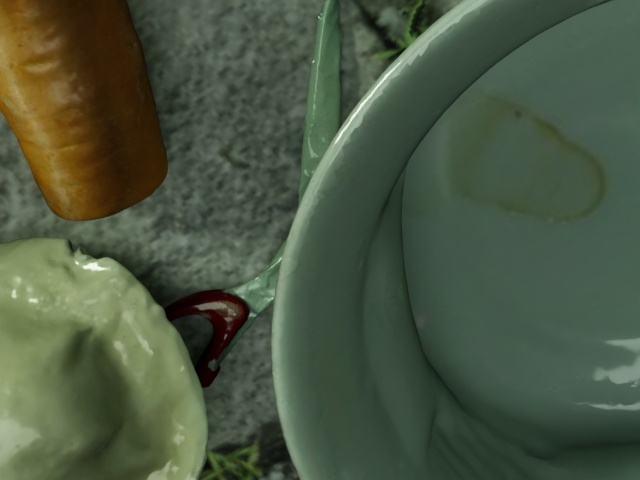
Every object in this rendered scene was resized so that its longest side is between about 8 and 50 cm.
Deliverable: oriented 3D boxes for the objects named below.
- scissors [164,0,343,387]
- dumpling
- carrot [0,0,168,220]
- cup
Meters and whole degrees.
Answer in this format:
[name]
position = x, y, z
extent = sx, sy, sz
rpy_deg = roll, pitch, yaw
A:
[scissors]
position = 0.000, 0.000, 0.657
extent = 0.144, 0.017, 0.248
rpy_deg = 18, 113, -8
[dumpling]
position = -0.132, 0.103, 0.650
extent = 0.155, 0.111, 0.181
rpy_deg = 7, 125, 12
[carrot]
position = -0.123, -0.104, 0.574
extent = 0.087, 0.087, 0.193
rpy_deg = -20, 118, 10
[cup]
position = 0.151, 0.006, 0.569
extent = 0.347, 0.163, 0.347
rpy_deg = -1, 117, -2
